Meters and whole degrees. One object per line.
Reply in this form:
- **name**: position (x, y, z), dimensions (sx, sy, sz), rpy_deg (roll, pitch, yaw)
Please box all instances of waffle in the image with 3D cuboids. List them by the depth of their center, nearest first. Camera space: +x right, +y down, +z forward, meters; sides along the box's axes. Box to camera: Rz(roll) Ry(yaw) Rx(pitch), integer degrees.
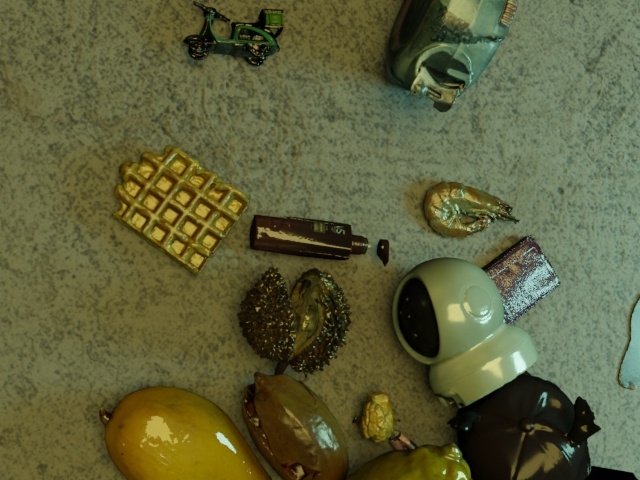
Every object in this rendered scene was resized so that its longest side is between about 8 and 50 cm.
- **waffle**: position (-0.243, -0.066, 1.683), dimensions (0.211, 0.055, 0.160), rpy_deg (37, 78, -5)

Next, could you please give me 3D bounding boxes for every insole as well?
- **insole**: position (0.587, 0.182, 1.861), dimensions (0.064, 0.004, 0.188), rpy_deg (21, 79, -9)

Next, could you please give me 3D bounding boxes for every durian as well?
- **durian**: position (-0.044, 0.139, 1.653), dimensions (0.196, 0.167, 0.196), rpy_deg (-1, 107, -3)

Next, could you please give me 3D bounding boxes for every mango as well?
- **mango**: position (-0.212, 0.339, 1.616), dimensions (0.317, 0.119, 0.176), rpy_deg (37, 75, -15)

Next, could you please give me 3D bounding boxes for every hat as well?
- **hat**: position (0.319, 0.367, 1.653), dimensions (0.238, 0.209, 0.336), rpy_deg (11, 78, 14)

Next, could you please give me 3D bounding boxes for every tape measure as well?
- **tape measure**: position (0.218, -0.359, 1.718), dimensions (0.147, 0.256, 0.275), rpy_deg (24, 97, -15)

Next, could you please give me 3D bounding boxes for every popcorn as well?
- **popcorn**: position (0.086, 0.299, 1.709), dimensions (0.084, 0.084, 0.084), rpy_deg (1, 83, -12)

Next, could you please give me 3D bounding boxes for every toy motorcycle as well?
- **toy motorcycle**: position (-0.149, -0.353, 1.738), dimensions (0.173, 0.058, 0.100), rpy_deg (0, 76, -14)

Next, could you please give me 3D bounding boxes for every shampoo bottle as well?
- **shampoo bottle**: position (0.000, 0.001, 1.722), dimensions (0.237, 0.067, 0.068), rpy_deg (6, 73, -12)

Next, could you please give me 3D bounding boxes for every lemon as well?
- **lemon**: position (0.121, 0.478, 1.584), dimensions (0.286, 0.285, 0.316), rpy_deg (-5, 89, -13)

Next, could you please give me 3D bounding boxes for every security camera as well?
- **security camera**: position (0.229, 0.138, 1.695), dimensions (0.195, 0.194, 0.236), rpy_deg (-29, 90, -14)

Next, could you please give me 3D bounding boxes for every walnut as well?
- **walnut**: position (-0.038, 0.312, 1.649), dimensions (0.137, 0.137, 0.245), rpy_deg (-32, 94, -14)

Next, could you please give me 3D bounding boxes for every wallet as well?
- **wallet**: position (0.341, 0.078, 1.806), dimensions (0.166, 0.030, 0.111), rpy_deg (-36, 91, -14)

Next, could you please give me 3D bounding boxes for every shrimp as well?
- **shrimp**: position (0.268, -0.048, 1.800), dimensions (0.180, 0.041, 0.099), rpy_deg (11, 82, -12)

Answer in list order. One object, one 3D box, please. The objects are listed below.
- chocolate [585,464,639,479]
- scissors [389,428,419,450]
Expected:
- **chocolate**: position (0.500, 0.507, 1.753), dimensions (0.177, 0.206, 0.224), rpy_deg (20, 75, -53)
- **scissors**: position (0.147, 0.358, 1.739), dimensions (0.039, 0.012, 0.113), rpy_deg (-43, 94, -14)
